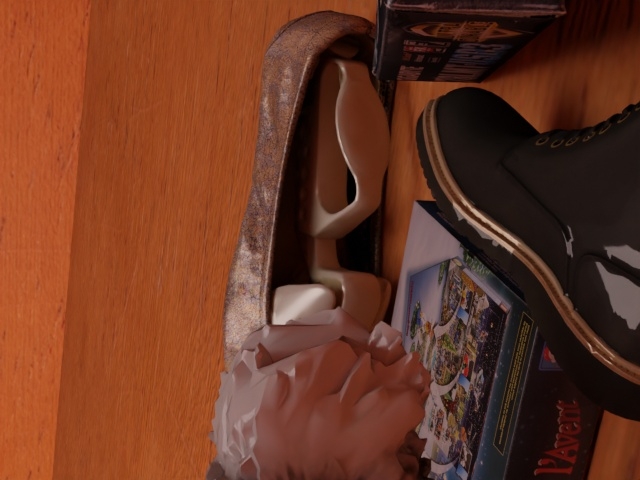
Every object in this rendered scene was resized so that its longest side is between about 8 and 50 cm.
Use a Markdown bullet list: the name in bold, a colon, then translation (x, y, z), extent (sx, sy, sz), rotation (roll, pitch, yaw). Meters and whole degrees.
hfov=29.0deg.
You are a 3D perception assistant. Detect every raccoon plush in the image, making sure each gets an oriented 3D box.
- **raccoon plush**: translation (0.020, 0.252, 0.586), extent (0.299, 0.216, 0.446), rotation (179, 95, -76)

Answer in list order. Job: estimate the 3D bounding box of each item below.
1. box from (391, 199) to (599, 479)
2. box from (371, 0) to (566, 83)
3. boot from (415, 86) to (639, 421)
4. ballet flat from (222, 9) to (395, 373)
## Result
- **box**: translation (0.077, 0.114, 0.656), extent (0.159, 0.044, 0.233), rotation (-129, 45, -62)
- **box**: translation (0.063, -0.227, 0.554), extent (0.295, 0.073, 0.293), rotation (-49, -37, -86)
- **boot**: translation (0.122, -0.042, 0.521), extent (0.198, 0.077, 0.137), rotation (56, 137, 40)
- **ballet flat**: translation (0.000, 0.000, 0.816), extent (0.106, 0.108, 0.315), rotation (-1, 87, 58)
